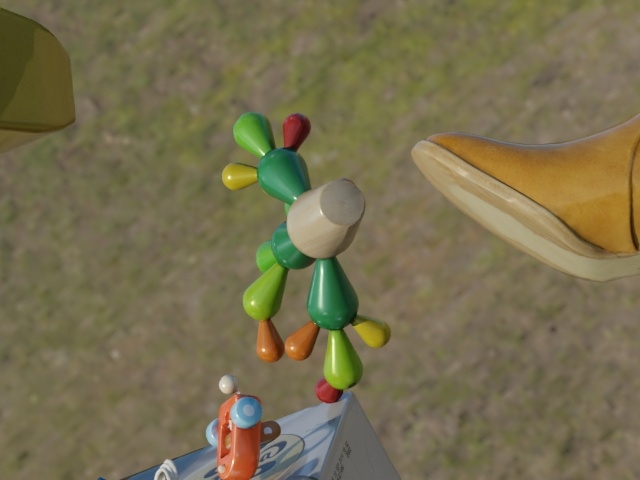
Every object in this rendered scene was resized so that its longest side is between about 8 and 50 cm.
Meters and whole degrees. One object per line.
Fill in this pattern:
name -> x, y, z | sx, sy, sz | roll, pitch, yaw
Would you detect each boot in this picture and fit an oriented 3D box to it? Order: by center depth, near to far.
boot -> 0.231, -0.068, 1.297 | 0.211, 0.295, 0.104 | -61, -13, -10

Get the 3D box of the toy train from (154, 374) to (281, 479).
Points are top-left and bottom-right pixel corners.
toy train -> -0.062, 0.167, 1.281 | 0.166, 0.046, 0.125 | 132, 141, -56

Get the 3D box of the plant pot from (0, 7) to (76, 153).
plant pot -> -0.201, -0.094, 1.237 | 0.081, 0.081, 0.083 | -17, -17, 40

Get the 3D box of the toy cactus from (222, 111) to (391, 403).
toy cactus -> 0.000, 0.000, 1.413 | 0.112, 0.219, 0.180 | -6, -12, -18

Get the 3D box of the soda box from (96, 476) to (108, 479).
soda box -> -0.143, 0.278, 1.786 | 0.183, 0.063, 0.058 | 15, 57, 39

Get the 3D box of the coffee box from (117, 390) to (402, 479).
coffee box -> -0.094, 0.242, 1.454 | 0.297, 0.119, 0.168 | -22, 16, 20
